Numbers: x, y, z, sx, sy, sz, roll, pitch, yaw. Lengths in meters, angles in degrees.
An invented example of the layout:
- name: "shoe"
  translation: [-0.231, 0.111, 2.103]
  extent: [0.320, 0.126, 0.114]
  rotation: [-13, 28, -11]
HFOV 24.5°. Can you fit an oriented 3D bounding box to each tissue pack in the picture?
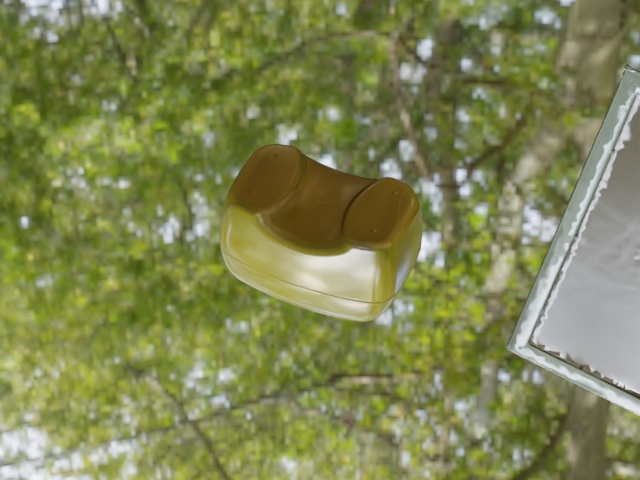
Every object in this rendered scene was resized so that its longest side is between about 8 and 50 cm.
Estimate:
- name: "tissue pack"
  translation: [0.000, 0.000, 1.363]
  extent: [0.178, 0.127, 0.123]
  rotation: [18, -136, 14]

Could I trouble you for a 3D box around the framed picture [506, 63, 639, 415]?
- name: "framed picture"
  translation: [0.309, 0.024, 1.248]
  extent: [0.231, 0.293, 0.018]
  rotation: [27, -149, 13]
